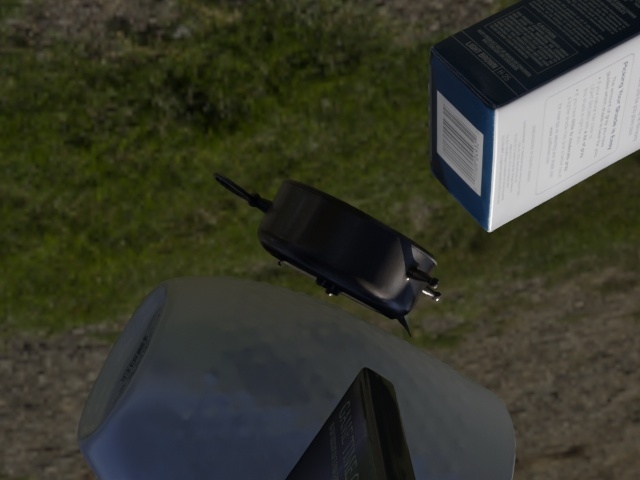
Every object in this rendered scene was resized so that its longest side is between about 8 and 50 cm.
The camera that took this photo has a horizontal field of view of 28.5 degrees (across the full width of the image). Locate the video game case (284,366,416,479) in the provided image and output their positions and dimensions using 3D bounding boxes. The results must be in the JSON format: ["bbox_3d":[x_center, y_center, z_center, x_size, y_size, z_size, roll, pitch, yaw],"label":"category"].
[{"bbox_3d":[-0.042,0.205,0.630,0.026,0.274,0.196,34,-171,-7],"label":"video game case"}]

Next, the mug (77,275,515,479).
[{"bbox_3d":[-0.062,0.225,1.148,0.328,0.374,0.276,31,-175,-15],"label":"mug"}]

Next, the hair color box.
[{"bbox_3d":[0.272,-0.168,1.210,0.347,0.105,0.174,-28,145,-17],"label":"hair color box"}]

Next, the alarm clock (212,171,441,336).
[{"bbox_3d":[0.000,0.000,0.936,0.192,0.064,0.129,31,177,10],"label":"alarm clock"}]
